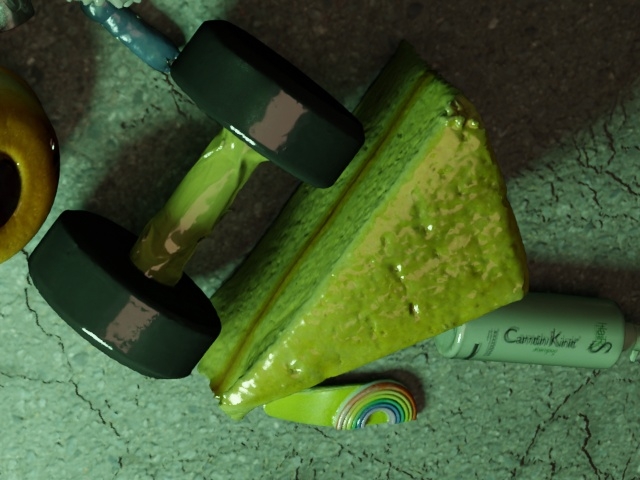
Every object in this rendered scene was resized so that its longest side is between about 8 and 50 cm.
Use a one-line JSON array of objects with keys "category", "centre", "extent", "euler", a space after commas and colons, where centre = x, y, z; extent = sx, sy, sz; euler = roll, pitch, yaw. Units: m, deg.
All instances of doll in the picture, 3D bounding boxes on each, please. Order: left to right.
[{"category": "doll", "centre": [-0.190, -0.213, 1.481], "extent": [0.125, 0.027, 0.037], "euler": [39, 98, -28]}]

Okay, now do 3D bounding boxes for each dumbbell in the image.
[{"category": "dumbbell", "centre": [-0.124, -0.041, 1.471], "extent": [0.203, 0.204, 0.322], "euler": [34, 99, -25]}]

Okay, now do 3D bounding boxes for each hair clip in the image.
[{"category": "hair clip", "centre": [0.027, 0.188, 1.701], "extent": [0.188, 0.033, 0.060], "euler": [1, 111, -16]}]

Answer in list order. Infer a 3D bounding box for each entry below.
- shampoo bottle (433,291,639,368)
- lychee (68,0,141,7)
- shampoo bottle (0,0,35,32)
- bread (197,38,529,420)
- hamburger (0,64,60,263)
[{"category": "shampoo bottle", "centre": [0.265, 0.103, 1.703], "extent": [0.262, 0.085, 0.085], "euler": [5, 110, -18]}, {"category": "lychee", "centre": [-0.171, -0.381, 1.194], "extent": [0.380, 0.432, 0.380], "euler": [-1, 96, -11]}, {"category": "shampoo bottle", "centre": [-0.338, -0.298, 1.387], "extent": [0.063, 0.057, 0.208], "euler": [-18, 113, 7]}, {"category": "bread", "centre": [0.000, 0.000, 1.505], "extent": [0.361, 0.233, 0.245], "euler": [-25, 116, -3]}, {"category": "hamburger", "centre": [-0.353, -0.069, 1.415], "extent": [0.237, 0.147, 0.237], "euler": [-31, 133, -41]}]
